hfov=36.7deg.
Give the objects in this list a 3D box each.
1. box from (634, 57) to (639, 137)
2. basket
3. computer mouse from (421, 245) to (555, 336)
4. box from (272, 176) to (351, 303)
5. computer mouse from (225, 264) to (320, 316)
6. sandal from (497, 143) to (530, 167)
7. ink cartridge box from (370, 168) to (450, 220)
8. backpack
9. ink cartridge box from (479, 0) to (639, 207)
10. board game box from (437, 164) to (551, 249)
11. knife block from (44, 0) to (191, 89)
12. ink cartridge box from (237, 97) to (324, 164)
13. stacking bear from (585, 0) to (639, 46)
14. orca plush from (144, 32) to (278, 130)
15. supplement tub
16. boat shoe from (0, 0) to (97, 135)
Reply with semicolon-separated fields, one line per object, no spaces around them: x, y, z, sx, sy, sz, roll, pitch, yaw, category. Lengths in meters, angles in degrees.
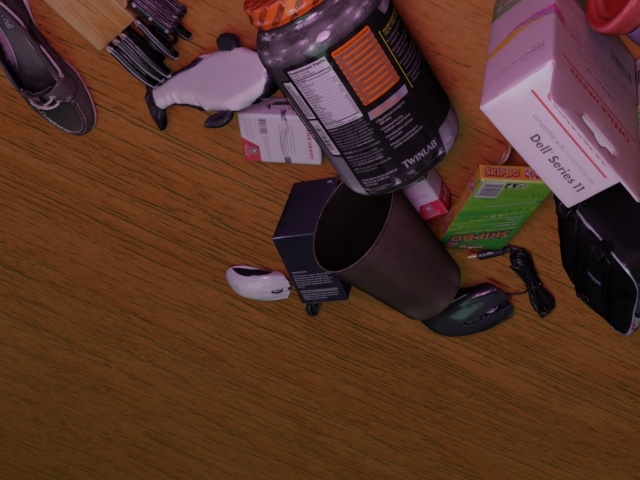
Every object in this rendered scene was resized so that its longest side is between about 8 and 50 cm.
0.575;-0.141;1.427;0.311;0.121;0.148;36;130;-16;box
0.118;0.024;1.584;0.154;0.204;0.227;-13;139;39;basket
0.283;0.103;1.766;0.261;0.060;0.184;-11;127;24;computer mouse
0.000;0.000;1.689;0.093;0.156;0.158;-6;128;22;box
-0.096;0.094;1.876;0.192;0.042;0.106;6;133;10;computer mouse
0.355;-0.154;1.524;0.239;0.088;0.079;-12;94;25;sandal
0.135;-0.100;1.625;0.109;0.063;0.150;-20;124;30;ink cartridge box
0.479;0.018;1.521;0.191;0.225;0.254;-25;142;-8;backpack
0.323;-0.195;1.291;0.119;0.354;0.207;-30;117;34;ink cartridge box
0.280;-0.048;1.580;0.124;0.039;0.259;1;153;-10;board game box
-0.346;-0.362;1.509;0.275;0.088;0.242;8;132;8;knife block
-0.061;-0.184;1.610;0.135;0.056;0.099;5;132;12;ink cartridge box
0.519;-0.289;1.255;0.288;0.164;0.175;21;134;-9;stacking bear
-0.157;-0.235;1.564;0.287;0.151;0.102;-22;157;36;orca plush
0.045;-0.249;1.420;0.207;0.207;0.338;-18;123;29;supplement tub
-0.491;-0.296;1.602;0.112;0.096;0.335;-9;127;23;boat shoe
